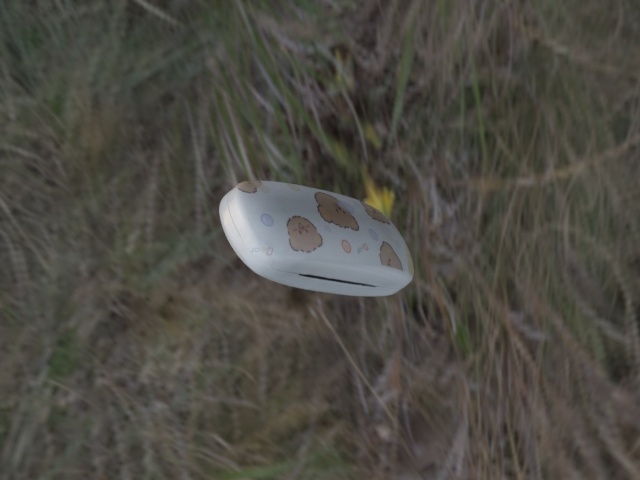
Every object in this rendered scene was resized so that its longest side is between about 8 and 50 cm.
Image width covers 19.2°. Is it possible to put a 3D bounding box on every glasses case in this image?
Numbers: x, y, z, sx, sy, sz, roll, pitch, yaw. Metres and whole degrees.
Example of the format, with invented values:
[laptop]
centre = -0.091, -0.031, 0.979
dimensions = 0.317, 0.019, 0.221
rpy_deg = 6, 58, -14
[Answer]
[glasses case]
centre = 0.000, 0.000, 1.180
dimensions = 0.041, 0.164, 0.063
rpy_deg = -40, 60, 27
